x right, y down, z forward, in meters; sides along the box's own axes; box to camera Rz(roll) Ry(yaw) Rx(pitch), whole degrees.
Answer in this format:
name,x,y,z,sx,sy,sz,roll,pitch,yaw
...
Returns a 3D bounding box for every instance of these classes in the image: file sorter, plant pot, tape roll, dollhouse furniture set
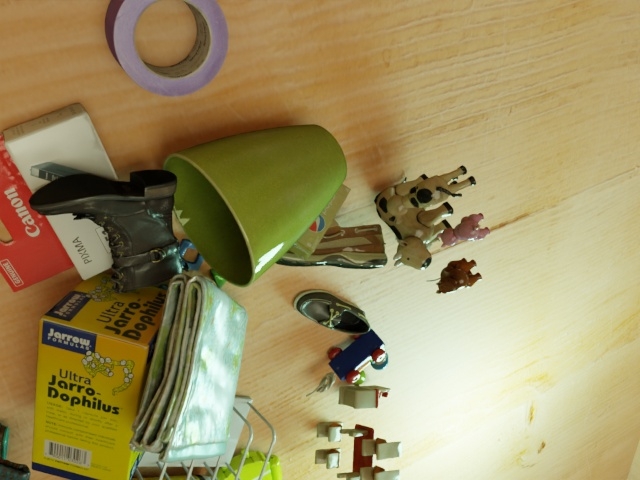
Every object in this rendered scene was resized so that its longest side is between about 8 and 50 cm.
name,x,y,z,sx,sy,sz,roll,pitch,yaw
file sorter,-0.278,0.485,1.390,0.278,0.173,0.192,17,95,-36
plant pot,-0.098,-0.103,1.124,0.293,0.275,0.274,-34,131,-27
tape roll,-0.254,-0.342,0.978,0.189,0.080,0.189,-15,126,-22
dollhouse furniture set,0.122,0.543,1.651,0.135,0.262,0.259,9,82,-36

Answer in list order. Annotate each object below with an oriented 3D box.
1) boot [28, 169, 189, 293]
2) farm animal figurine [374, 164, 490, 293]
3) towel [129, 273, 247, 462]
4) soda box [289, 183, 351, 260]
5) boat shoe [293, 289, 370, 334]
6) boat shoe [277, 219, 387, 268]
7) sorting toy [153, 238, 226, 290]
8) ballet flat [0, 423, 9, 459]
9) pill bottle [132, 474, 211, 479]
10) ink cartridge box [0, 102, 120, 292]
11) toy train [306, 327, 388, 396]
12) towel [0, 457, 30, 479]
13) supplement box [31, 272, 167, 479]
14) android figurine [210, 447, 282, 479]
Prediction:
name,x,y,z,sx,sy,sz,roll,pitch,yaw
boot,-0.359,-0.001,1.039,0.263,0.091,0.229,-9,124,-27
farm animal figurine,0.215,-0.034,1.294,0.172,0.326,0.330,-23,125,-9
towel,-0.231,0.257,1.150,0.374,0.090,0.320,70,30,-71
soda box,-0.006,-0.050,1.251,0.061,0.058,0.181,33,61,-3
boat shoe,0.035,0.185,1.481,0.228,0.068,0.081,20,107,-38
boat shoe,0.000,0.000,1.331,0.324,0.122,0.119,4,84,-24
sorting toy,-0.334,0.158,1.260,0.347,0.047,0.196,-49,130,5
ballet flat,-0.703,0.506,1.236,0.096,0.095,0.280,0,108,-20
pill bottle,-0.428,0.677,1.431,0.334,0.188,0.187,13,111,-36
ink cartridge box,-0.478,-0.055,1.032,0.261,0.066,0.296,-26,128,-16
toy train,0.077,0.359,1.604,0.248,0.105,0.143,-40,144,-3
towel,-0.749,0.563,1.191,0.272,0.040,0.370,21,108,-5
supplement box,-0.414,0.272,1.141,0.195,0.194,0.356,15,114,0
android figurine,-0.219,0.686,1.638,0.248,0.056,0.272,-23,127,-23
